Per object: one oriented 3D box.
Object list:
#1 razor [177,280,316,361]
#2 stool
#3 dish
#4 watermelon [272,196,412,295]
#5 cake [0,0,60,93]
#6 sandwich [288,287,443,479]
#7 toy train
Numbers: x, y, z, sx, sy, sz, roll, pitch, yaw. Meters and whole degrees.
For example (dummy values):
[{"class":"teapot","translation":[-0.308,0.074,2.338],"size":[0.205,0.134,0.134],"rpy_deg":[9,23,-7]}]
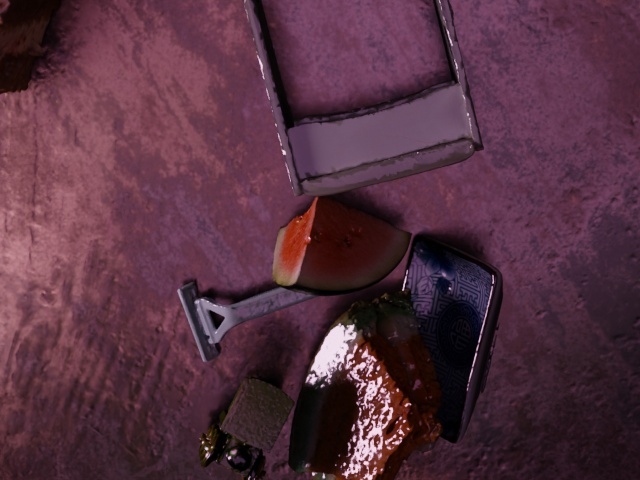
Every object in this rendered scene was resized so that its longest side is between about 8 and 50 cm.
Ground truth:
[{"class":"razor","translation":[-0.050,0.076,1.660],"size":[0.278,0.056,0.111],"rpy_deg":[-18,98,6]},{"class":"stool","translation":[0.057,-0.215,1.545],"size":[0.243,0.170,0.270],"rpy_deg":[-13,99,4]},{"class":"dish","translation":[0.181,0.130,1.629],"size":[0.080,0.182,0.243],"rpy_deg":[5,103,-35]},{"class":"watermelon","translation":[0.004,0.020,1.596],"size":[0.193,0.145,0.137],"rpy_deg":[-20,80,-32]},{"class":"cake","translation":[-0.460,-0.346,1.498],"size":[0.282,0.256,0.290],"rpy_deg":[28,104,-4]},{"class":"sandwich","translation":[0.059,0.231,1.611],"size":[0.109,0.212,0.292],"rpy_deg":[8,125,-42]},{"class":"toy train","translation":[-0.100,0.252,1.622],"size":[0.090,0.225,0.137],"rpy_deg":[27,84,-5]}]
